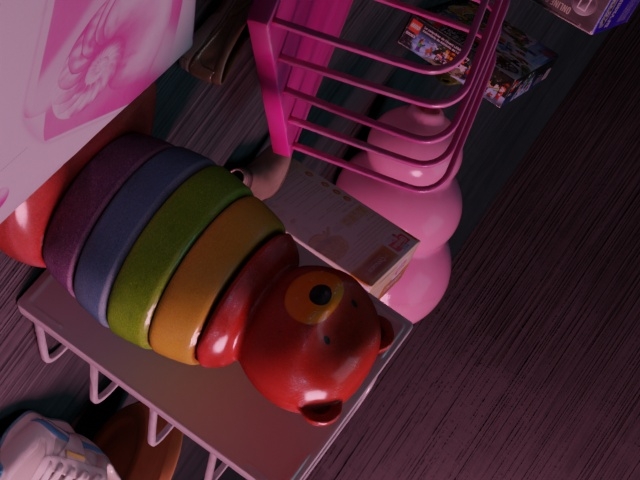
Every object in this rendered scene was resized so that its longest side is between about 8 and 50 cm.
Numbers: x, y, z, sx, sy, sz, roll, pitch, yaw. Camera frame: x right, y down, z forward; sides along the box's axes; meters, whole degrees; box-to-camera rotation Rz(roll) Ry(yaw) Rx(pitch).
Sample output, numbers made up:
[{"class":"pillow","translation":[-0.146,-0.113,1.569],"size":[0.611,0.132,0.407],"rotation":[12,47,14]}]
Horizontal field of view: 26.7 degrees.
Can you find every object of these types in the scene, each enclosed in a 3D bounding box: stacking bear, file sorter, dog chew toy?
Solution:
[{"class":"stacking bear","translation":[-0.084,0.024,1.021],"size":[0.175,0.289,0.164],"rotation":[-48,165,-37]},{"class":"file sorter","translation":[-0.098,0.096,1.211],"size":[0.193,0.278,0.173],"rotation":[-51,171,-25]},{"class":"dog chew toy","translation":[0.102,-0.038,1.857],"size":[0.206,0.207,0.332],"rotation":[-40,152,-53]},{"class":"file sorter","translation":[0.065,-0.191,1.209],"size":[0.290,0.182,0.202],"rotation":[83,28,-72]}]

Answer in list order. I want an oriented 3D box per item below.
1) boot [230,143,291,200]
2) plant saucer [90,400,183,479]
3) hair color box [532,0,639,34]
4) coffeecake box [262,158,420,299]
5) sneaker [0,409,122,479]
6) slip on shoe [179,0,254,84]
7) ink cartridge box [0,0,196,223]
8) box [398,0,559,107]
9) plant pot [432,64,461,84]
[{"class":"boot","translation":[-0.076,-0.064,1.433],"size":[0.118,0.042,0.087],"rotation":[-57,166,0]},{"class":"plant saucer","translation":[-0.225,0.258,1.487],"size":[0.200,0.037,0.200],"rotation":[-41,-151,29]},{"class":"hair color box","translation":[0.382,-0.405,2.013],"size":[0.110,0.185,0.339],"rotation":[-62,168,22]},{"class":"coffeecake box","translation":[0.000,0.000,1.547],"size":[0.142,0.185,0.068],"rotation":[-39,158,-55]},{"class":"sneaker","translation":[-0.263,0.226,1.322],"size":[0.087,0.092,0.229],"rotation":[-55,167,2]},{"class":"slip on shoe","translation":[-0.065,-0.189,1.142],"size":[0.135,0.041,0.051],"rotation":[-52,167,-19]},{"class":"ink cartridge box","translation":[-0.134,-0.191,0.803],"size":[0.330,0.071,0.324],"rotation":[-48,165,-29]},{"class":"box","translation":[0.216,-0.256,1.801],"size":[0.044,0.159,0.233],"rotation":[-60,168,25]},{"class":"plant pot","translation":[0.206,-0.261,1.977],"size":[0.079,0.083,0.083],"rotation":[-24,148,-46]}]
